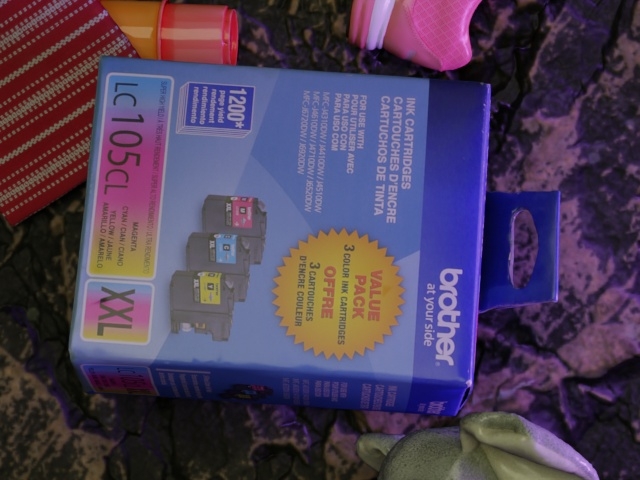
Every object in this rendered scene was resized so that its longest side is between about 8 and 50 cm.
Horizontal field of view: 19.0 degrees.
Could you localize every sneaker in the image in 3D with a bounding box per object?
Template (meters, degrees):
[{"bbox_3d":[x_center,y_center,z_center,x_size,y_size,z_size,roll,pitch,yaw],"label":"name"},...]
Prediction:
[{"bbox_3d":[0.142,-0.296,1.750,0.136,0.116,0.314,26,89,2],"label":"sneaker"}]

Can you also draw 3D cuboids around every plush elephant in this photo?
[{"bbox_3d":[0.110,0.267,1.543,0.330,0.272,0.255,-37,89,-31],"label":"plush elephant"}]

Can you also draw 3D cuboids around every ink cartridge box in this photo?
[{"bbox_3d":[0.000,0.000,1.628,0.395,0.151,0.270,4,76,-1],"label":"ink cartridge box"}]

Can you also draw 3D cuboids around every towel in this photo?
[{"bbox_3d":[-0.283,-0.170,1.723,0.199,0.031,0.275,-32,107,11],"label":"towel"}]

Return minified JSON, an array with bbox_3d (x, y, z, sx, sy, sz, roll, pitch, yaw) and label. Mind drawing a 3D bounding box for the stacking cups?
[{"bbox_3d":[-0.237,-0.189,1.767,0.316,0.096,0.096,1,78,8],"label":"stacking cups"}]
